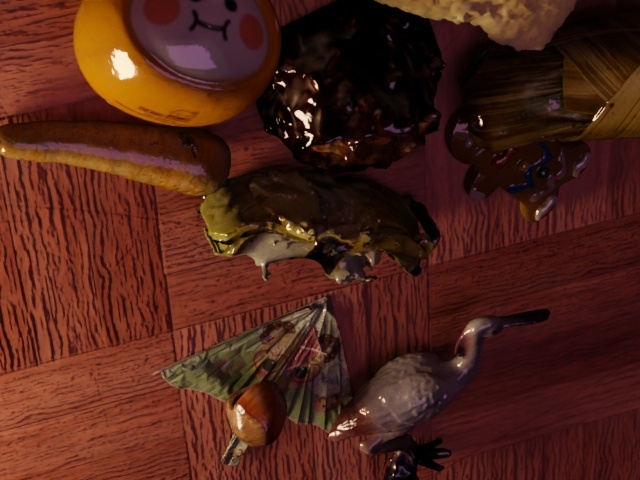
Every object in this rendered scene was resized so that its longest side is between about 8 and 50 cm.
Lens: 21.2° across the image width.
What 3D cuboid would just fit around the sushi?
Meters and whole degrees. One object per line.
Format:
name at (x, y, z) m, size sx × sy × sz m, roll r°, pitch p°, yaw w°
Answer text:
sushi at (0.002, -0.006, 1.986) m, size 0.291 × 0.139 × 0.131 m, roll 9°, pitch 124°, yaw -29°

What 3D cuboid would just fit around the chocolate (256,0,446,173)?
chocolate at (0.058, -0.139, 1.897) m, size 0.224 × 0.177 × 0.206 m, roll -26°, pitch 127°, yaw -4°

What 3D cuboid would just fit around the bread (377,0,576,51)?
bread at (0.132, -0.357, 1.795) m, size 0.375 × 0.165 × 0.236 m, roll 15°, pitch 118°, yaw -30°

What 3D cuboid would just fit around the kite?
kite at (-0.054, 0.179, 2.155) m, size 0.323 × 0.013 × 0.267 m, roll 22°, pitch 110°, yaw -32°

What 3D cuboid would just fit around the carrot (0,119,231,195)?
carrot at (-0.242, -0.099, 1.865) m, size 0.298 × 0.078 × 0.078 m, roll 6°, pitch 118°, yaw -22°

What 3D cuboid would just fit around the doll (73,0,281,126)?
doll at (-0.143, -0.237, 1.761) m, size 0.213 × 0.213 × 0.236 m, roll 20°, pitch 69°, yaw -31°

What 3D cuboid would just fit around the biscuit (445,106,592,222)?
biscuit at (0.233, -0.101, 2.087) m, size 0.205 × 0.031 × 0.138 m, roll 30°, pitch 106°, yaw -33°

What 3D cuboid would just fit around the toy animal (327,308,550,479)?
toy animal at (0.134, 0.189, 2.191) m, size 0.195 × 0.090 × 0.324 m, roll 7°, pitch 127°, yaw -33°

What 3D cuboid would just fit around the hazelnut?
hazelnut at (-0.077, 0.213, 2.116) m, size 0.086 × 0.086 × 0.086 m, roll -11°, pitch 124°, yaw -16°

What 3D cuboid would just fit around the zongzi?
zongzi at (0.327, -0.156, 1.926) m, size 0.286 × 0.288 × 0.134 m, roll -18°, pitch 120°, yaw -11°
